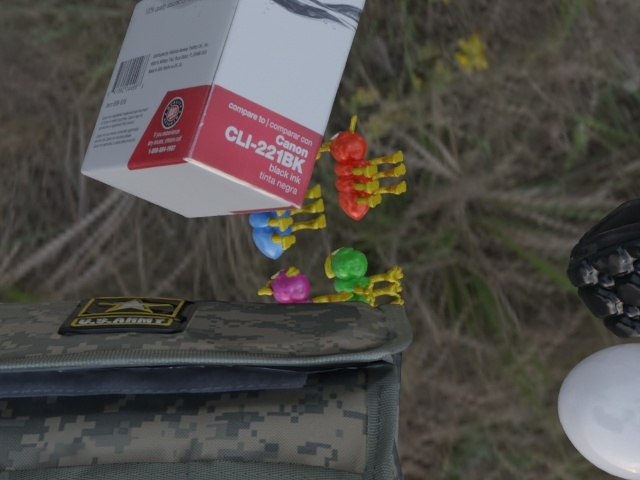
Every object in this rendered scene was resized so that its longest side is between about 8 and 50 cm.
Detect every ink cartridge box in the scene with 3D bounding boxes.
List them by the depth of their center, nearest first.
[{"bbox_3d":[-0.069,-0.166,1.495,0.114,0.197,0.273,23,77,-29],"label":"ink cartridge box"}]

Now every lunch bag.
[{"bbox_3d":[-0.077,0.123,0.758,0.235,0.287,0.169,-1,134,1],"label":"lunch bag"}]

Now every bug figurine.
[{"bbox_3d":[0.000,0.000,1.740,0.072,0.279,0.216,-4,99,26],"label":"bug figurine"}]

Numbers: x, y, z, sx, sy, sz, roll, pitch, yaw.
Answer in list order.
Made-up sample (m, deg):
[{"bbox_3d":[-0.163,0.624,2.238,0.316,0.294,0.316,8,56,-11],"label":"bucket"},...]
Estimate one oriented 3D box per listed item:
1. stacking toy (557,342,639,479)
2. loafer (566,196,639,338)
[{"bbox_3d":[0.433,0.196,1.541,0.480,0.350,0.350,14,117,4],"label":"stacking toy"},{"bbox_3d":[0.197,-0.012,0.788,0.076,0.078,0.223,51,148,-14],"label":"loafer"}]
